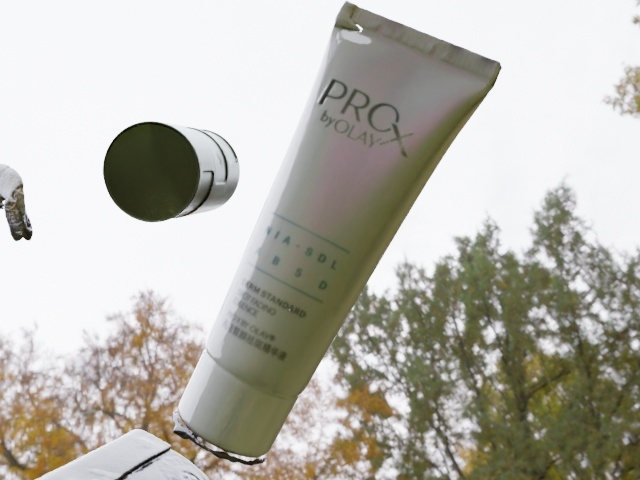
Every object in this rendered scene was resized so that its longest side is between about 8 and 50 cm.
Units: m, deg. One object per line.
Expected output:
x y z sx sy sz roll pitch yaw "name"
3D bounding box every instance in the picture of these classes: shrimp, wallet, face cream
-0.362 0.011 0.804 0.035 0.148 0.195 11 -92 -50 "shrimp"
-0.242 0.328 0.960 0.044 0.170 0.321 -55 -9 1 "wallet"
0.000 0.000 0.390 0.243 0.092 0.058 -64 -12 4 "face cream"

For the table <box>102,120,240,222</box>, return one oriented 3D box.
-0.194 -0.094 0.997 0.126 0.220 0.126 1 -84 7 "table"
